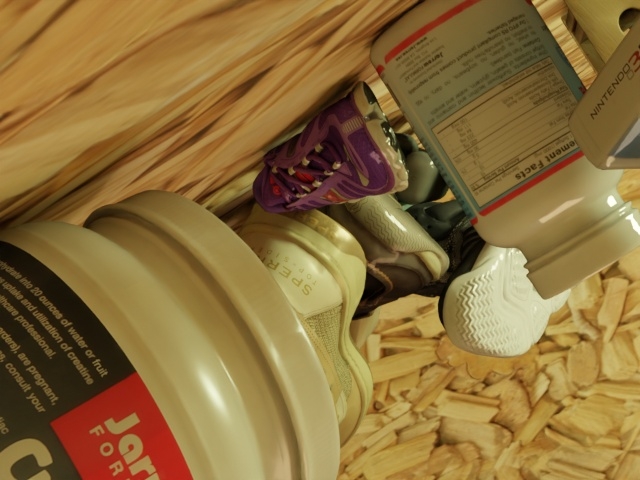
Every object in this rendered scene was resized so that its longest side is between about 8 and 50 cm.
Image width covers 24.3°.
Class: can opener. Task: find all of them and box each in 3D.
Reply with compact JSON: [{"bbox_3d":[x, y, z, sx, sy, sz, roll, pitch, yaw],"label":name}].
[{"bbox_3d":[0.089,-0.080,1.312,0.093,0.074,0.280,-68,170,12],"label":"can opener"}]

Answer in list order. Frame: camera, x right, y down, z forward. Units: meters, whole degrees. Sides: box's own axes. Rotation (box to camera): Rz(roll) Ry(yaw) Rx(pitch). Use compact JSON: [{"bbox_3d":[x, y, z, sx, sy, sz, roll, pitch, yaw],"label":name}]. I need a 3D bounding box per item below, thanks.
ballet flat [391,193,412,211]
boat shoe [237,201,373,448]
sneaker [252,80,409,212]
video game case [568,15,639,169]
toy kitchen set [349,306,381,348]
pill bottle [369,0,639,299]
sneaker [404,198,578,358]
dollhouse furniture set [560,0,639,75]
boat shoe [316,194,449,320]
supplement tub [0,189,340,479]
[{"bbox_3d":[0.000,0.000,1.462,0.241,0.077,0.091,-32,146,1],"label":"ballet flat"},{"bbox_3d":[-0.037,0.098,1.102,0.110,0.121,0.341,-58,162,-27],"label":"boat shoe"},{"bbox_3d":[0.001,-0.042,0.899,0.071,0.068,0.170,-25,176,-19],"label":"sneaker"},{"bbox_3d":[0.305,-0.144,0.634,0.329,0.036,0.300,-4,142,-33],"label":"video game case"},{"bbox_3d":[-0.057,0.073,1.392,0.207,0.166,0.122,-53,161,-38],"label":"toy kitchen set"},{"bbox_3d":[0.101,-0.054,0.767,0.087,0.160,0.087,-31,178,-1],"label":"pill bottle"},{"bbox_3d":[0.126,0.029,1.289,0.153,0.101,0.268,0,-163,28],"label":"sneaker"},{"bbox_3d":[0.296,-0.172,1.127,0.183,0.129,0.129,-32,177,8],"label":"dollhouse furniture set"},{"bbox_3d":[0.008,0.023,1.189,0.130,0.132,0.355,-46,178,-6],"label":"boat shoe"},{"bbox_3d":[-0.146,0.109,0.624,0.272,0.191,0.191,-30,177,-30],"label":"supplement tub"}]
